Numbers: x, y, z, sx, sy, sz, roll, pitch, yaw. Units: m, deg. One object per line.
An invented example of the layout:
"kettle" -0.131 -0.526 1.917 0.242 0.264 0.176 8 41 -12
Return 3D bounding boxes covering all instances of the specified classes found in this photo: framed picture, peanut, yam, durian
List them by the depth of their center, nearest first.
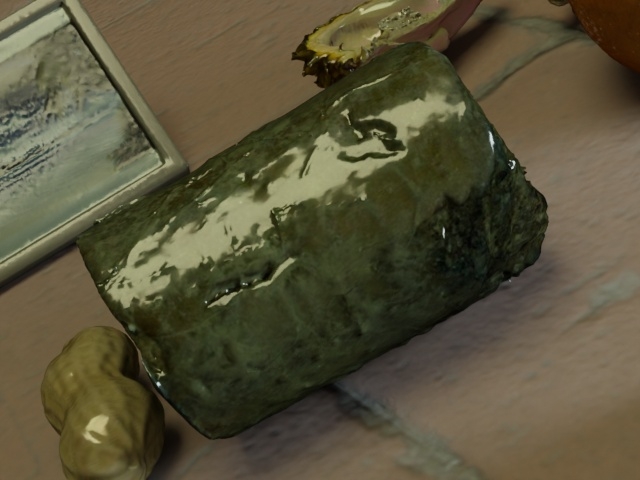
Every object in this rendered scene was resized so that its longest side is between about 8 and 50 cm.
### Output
"yam" 0.000 0.000 1.068 0.300 0.195 0.195 -30 33 -3
"peanut" -0.161 0.122 1.111 0.082 0.082 0.187 -29 32 -4
"durian" 0.081 -0.181 1.370 0.224 0.078 0.140 -27 19 -20
"framed picture" -0.313 -0.075 1.407 0.315 0.024 0.232 -33 75 -7

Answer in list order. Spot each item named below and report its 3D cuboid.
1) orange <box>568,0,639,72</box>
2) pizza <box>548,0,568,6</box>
"orange" 0.295 -0.222 1.178 0.224 0.170 0.224 -8 39 7
"pizza" 0.309 -0.266 1.336 0.246 0.058 0.127 -32 32 -12
